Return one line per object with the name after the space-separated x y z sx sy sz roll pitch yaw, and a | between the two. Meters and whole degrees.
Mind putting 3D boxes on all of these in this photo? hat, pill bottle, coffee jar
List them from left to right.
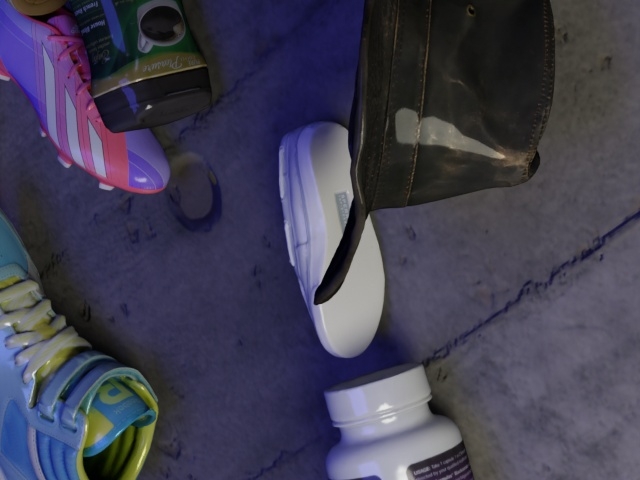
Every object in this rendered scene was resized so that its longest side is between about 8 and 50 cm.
-0.155 -0.183 1.518 0.079 0.096 0.184 -15 91 49 | coffee jar
0.066 0.196 1.412 0.108 0.108 0.194 -14 93 46 | pill bottle
0.087 -0.101 1.238 0.133 0.331 0.331 11 116 0 | hat

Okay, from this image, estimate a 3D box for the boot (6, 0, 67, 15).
-0.290 -0.333 1.599 0.203 0.095 0.262 15 113 45 | boot

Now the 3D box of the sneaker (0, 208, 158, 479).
-0.244 0.095 1.677 0.208 0.127 0.319 -3 110 47 | sneaker

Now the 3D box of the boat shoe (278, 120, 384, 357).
0.000 0.000 1.449 0.063 0.066 0.184 -3 102 56 | boat shoe

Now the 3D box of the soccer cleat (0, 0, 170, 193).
-0.209 -0.138 1.601 0.248 0.083 0.095 46 126 28 | soccer cleat
